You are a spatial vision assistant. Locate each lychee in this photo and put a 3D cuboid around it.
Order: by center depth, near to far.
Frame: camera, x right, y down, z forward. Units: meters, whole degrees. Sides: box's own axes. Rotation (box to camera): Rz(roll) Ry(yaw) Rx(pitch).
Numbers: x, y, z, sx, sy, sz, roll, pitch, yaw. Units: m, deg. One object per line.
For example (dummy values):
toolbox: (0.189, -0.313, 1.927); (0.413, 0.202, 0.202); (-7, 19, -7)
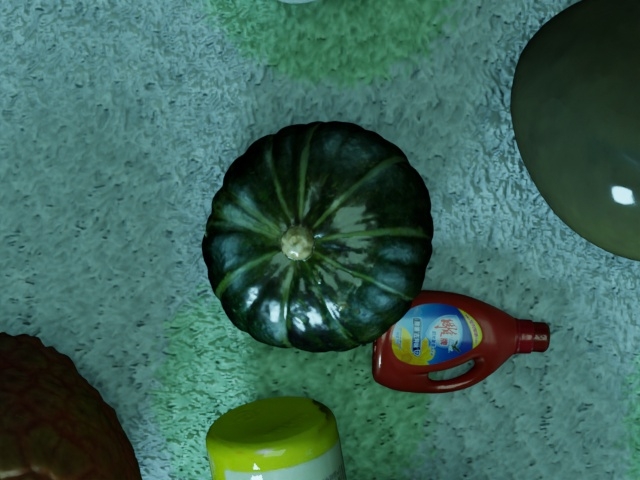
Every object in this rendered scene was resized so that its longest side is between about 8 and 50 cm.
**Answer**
lychee: (-0.279, 0.228, 1.610); (0.255, 0.255, 0.300); (1, 82, -2)

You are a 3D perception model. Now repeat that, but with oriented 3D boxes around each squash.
squash: (-0.002, -0.002, 1.640); (0.218, 0.172, 0.218); (0, 98, 2)

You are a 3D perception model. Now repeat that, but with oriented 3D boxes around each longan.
longan: (0.300, -0.106, 1.620); (0.258, 0.258, 0.258); (0, 92, -2)

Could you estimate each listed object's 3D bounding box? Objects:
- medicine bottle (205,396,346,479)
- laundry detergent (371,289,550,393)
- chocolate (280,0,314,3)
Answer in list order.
medicine bottle: (-0.030, 0.261, 1.675); (0.122, 0.122, 0.212); (-10, 107, -2)
laundry detergent: (0.132, 0.096, 1.710); (0.165, 0.049, 0.097); (2, 99, -3)
chocolate: (0.036, -0.347, 1.667); (0.303, 0.100, 0.185); (-38, 82, -3)
